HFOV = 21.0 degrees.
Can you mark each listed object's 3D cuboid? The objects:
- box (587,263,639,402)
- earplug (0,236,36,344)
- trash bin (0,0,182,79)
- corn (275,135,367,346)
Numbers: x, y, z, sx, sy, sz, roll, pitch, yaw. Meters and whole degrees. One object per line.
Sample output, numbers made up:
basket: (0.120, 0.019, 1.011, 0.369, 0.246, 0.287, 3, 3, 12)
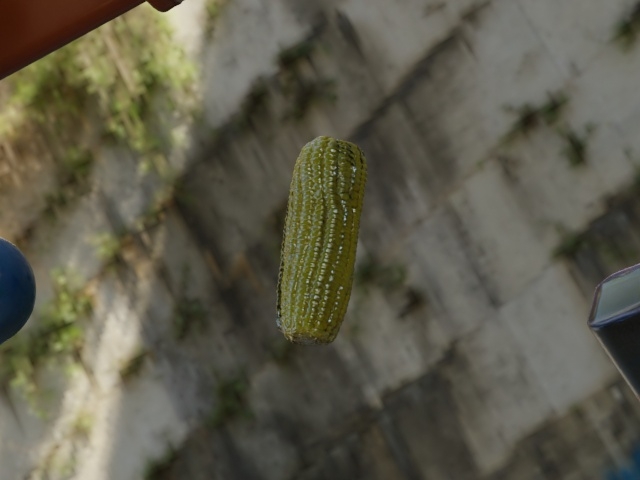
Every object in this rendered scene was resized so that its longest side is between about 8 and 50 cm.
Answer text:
box: (0.271, 0.103, 1.074, 0.120, 0.224, 0.069, -25, 23, 32)
earplug: (-0.383, 0.084, 1.558, 0.273, 0.132, 0.132, -28, -21, -2)
trash bin: (-0.193, -0.177, 1.071, 0.238, 0.161, 0.184, -30, 17, 14)
corn: (0.000, 0.000, 1.539, 0.072, 0.203, 0.072, 6, -27, 3)
